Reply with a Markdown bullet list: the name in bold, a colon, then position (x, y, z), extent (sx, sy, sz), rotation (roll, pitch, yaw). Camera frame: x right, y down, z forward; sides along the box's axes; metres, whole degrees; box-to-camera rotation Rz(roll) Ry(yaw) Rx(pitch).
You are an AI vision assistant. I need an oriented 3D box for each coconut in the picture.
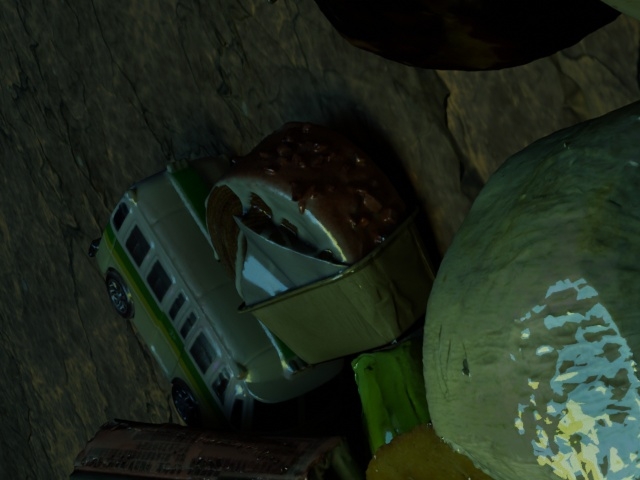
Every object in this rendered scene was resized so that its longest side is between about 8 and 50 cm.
- **coconut**: position (0.225, 0.056, 1.039), extent (0.254, 0.297, 0.297), rotation (4, 113, 62)

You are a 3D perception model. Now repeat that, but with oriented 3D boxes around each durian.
- **durian**: position (0.100, 0.207, 1.584), extent (0.139, 0.101, 0.250), rotation (-146, 34, -72)

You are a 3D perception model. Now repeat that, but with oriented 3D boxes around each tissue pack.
- **tissue pack**: position (-0.066, 0.280, 1.660), extent (0.332, 0.123, 0.245), rotation (-3, 122, 44)

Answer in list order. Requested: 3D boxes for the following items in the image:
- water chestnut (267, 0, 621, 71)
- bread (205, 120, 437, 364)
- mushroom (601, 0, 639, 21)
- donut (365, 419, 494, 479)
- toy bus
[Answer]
- **water chestnut**: position (0.089, -0.281, 1.081), extent (0.335, 0.347, 0.335), rotation (30, 176, 2)
- **bread**: position (0.000, 0.000, 1.572), extent (0.212, 0.142, 0.224), rotation (57, 148, -7)
- **mushroom**: position (0.215, -0.250, 0.780), extent (0.362, 0.294, 0.362), rotation (8, 109, 26)
- **donut**: position (0.175, 0.238, 1.414), extent (0.277, 0.108, 0.277), rotation (28, 138, 29)
- **toy bus**: position (-0.094, 0.071, 1.771), extent (0.305, 0.143, 0.179), rotation (58, 150, 19)
